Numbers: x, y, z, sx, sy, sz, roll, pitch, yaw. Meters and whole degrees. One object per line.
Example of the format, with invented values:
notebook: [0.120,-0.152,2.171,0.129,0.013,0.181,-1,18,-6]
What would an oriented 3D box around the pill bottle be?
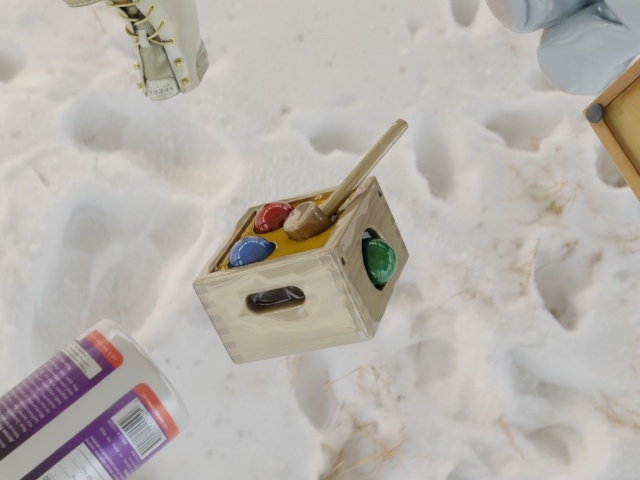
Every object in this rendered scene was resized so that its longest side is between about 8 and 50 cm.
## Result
pill bottle: [-0.203,0.157,0.746,0.193,0.108,0.108,-39,79,-19]

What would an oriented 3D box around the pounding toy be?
pounding toy: [0.000,0.000,0.706,0.100,0.141,0.130,65,29,-22]

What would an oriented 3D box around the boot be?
boot: [-0.176,-0.215,0.997,0.077,0.165,0.213,4,28,20]

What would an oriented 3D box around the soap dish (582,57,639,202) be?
soap dish: [0.442,-0.109,1.121,0.118,0.229,0.290,4,52,-42]

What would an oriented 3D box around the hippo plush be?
hippo plush: [0.288,-0.280,0.829,0.236,0.294,0.234,-42,107,-22]
